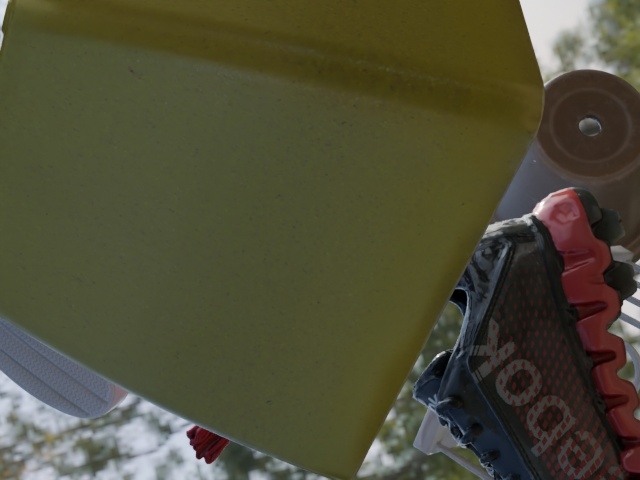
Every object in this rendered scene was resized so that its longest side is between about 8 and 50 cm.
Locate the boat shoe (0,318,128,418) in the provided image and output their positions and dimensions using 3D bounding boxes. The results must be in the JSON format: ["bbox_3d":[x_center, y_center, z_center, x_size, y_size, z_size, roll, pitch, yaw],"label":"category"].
[{"bbox_3d":[-0.272,0.018,1.331,0.335,0.121,0.119,44,-148,15],"label":"boat shoe"}]

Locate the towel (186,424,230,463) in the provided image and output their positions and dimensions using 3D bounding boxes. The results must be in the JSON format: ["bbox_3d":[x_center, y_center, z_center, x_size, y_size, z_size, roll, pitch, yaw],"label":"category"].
[{"bbox_3d":[-0.032,0.079,1.207,0.031,0.199,0.275,40,-178,-1],"label":"towel"}]

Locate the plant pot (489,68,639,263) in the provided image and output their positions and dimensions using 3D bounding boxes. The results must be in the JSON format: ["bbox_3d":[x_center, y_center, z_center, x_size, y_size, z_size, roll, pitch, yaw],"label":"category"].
[{"bbox_3d":[0.319,-0.100,1.820,0.229,0.263,0.263,88,172,-70],"label":"plant pot"}]

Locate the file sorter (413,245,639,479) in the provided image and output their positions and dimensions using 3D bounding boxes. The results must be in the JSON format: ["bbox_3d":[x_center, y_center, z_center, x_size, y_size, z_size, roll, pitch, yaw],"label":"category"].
[{"bbox_3d":[0.257,0.133,1.388,0.277,0.173,0.193,-4,-61,-54],"label":"file sorter"}]

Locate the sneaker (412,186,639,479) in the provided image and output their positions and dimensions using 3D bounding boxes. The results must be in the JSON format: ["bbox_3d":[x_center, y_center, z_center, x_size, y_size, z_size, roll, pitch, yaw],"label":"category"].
[{"bbox_3d":[0.125,0.112,0.824,0.097,0.135,0.276,75,-177,-75],"label":"sneaker"}]

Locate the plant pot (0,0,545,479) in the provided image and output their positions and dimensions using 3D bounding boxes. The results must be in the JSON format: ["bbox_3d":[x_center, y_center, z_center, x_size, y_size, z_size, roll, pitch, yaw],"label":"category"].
[{"bbox_3d":[-0.047,-0.057,0.627,0.212,0.187,0.212,-93,22,-50],"label":"plant pot"}]
